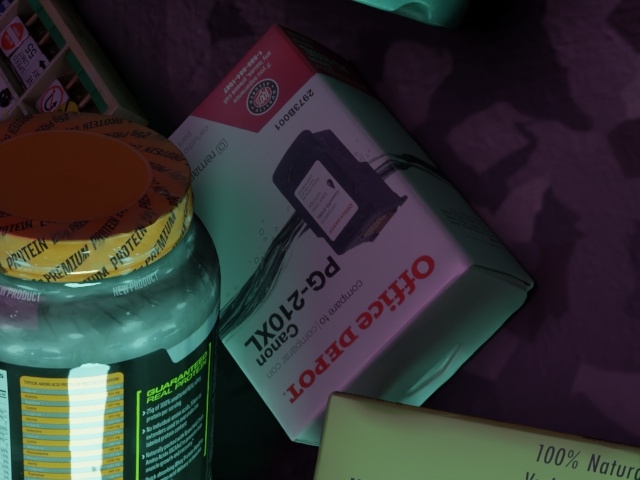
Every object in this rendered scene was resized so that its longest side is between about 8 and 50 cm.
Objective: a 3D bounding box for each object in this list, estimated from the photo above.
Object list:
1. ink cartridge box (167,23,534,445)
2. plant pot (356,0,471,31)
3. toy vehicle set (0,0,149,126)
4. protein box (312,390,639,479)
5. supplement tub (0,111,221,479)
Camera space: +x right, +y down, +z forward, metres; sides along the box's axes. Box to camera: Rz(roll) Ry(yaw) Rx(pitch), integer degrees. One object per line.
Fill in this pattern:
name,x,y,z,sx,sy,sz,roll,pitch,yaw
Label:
ink cartridge box,0.000,0.000,1.189,0.172,0.100,0.237,-46,61,15
plant pot,0.022,-0.330,1.136,0.341,0.341,0.334,23,100,32
toy vehicle set,-0.247,-0.114,1.364,0.166,0.035,0.267,-48,49,13
protein box,0.095,0.208,1.042,0.199,0.136,0.201,9,84,14
supplement tub,-0.163,0.089,1.136,0.193,0.193,0.316,29,130,32
